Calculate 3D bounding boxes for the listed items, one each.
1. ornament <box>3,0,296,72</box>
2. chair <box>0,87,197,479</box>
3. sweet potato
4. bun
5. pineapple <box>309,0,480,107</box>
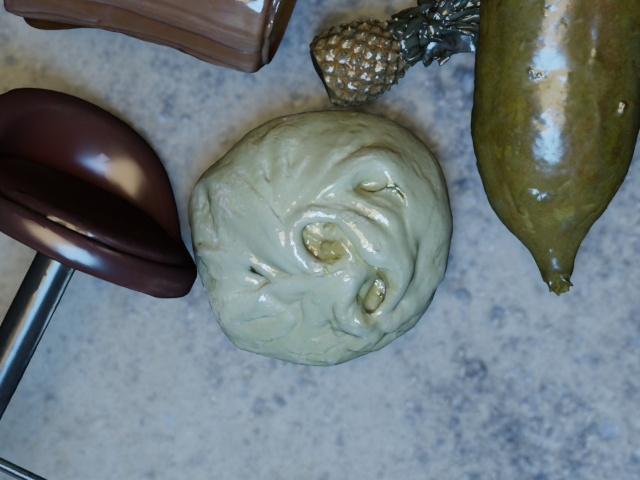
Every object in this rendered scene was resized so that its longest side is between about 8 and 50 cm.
[{"bbox_3d":[-0.120,-0.247,1.279,0.217,0.221,0.235,18,136,1],"label":"ornament"},{"bbox_3d":[-0.251,0.088,1.284,0.226,0.226,0.401,27,96,5],"label":"chair"},{"bbox_3d":[0.193,-0.143,1.264,0.157,0.158,0.370,15,100,6],"label":"sweet potato"},{"bbox_3d":[0.000,0.000,1.302,0.231,0.133,0.231,0,93,4],"label":"bun"},{"bbox_3d":[0.072,-0.167,1.318,0.159,0.074,0.074,-24,90,0],"label":"pineapple"}]
